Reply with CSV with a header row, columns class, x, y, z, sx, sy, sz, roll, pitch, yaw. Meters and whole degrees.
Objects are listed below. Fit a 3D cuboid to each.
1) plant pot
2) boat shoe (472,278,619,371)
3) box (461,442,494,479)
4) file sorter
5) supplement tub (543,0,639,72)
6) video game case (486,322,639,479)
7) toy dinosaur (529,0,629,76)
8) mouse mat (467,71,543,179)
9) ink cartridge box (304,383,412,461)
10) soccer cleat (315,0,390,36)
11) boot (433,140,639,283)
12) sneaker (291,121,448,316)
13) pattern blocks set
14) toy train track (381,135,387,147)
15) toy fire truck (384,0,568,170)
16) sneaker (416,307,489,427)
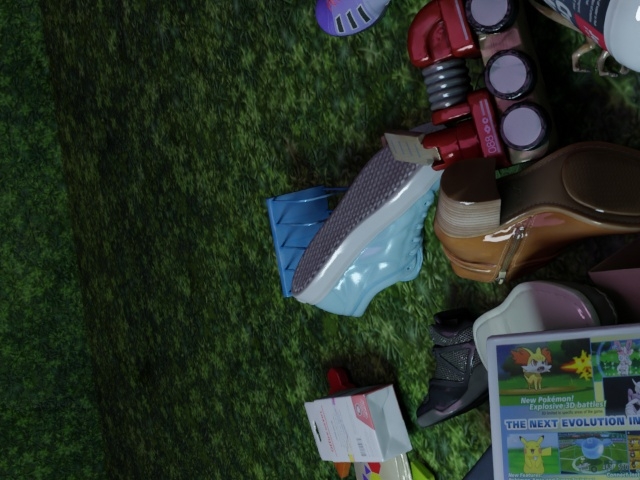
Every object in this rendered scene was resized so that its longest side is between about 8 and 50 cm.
class,x,y,z,sx,sy,sz,roll,pitch,yaw
plant pot,0.377,0.052,0.999,0.109,0.109,0.096,-10,104,58
boat shoe,0.276,0.100,1.104,0.305,0.091,0.109,128,125,-73
box,0.332,0.357,1.091,0.293,0.212,0.395,55,142,29
file sorter,0.000,0.000,1.539,0.104,0.118,0.170,1,104,53
supplement tub,0.304,-0.281,0.879,0.272,0.191,0.191,52,141,32
video game case,0.323,0.227,0.875,0.329,0.036,0.300,-9,75,31
toy dinosaur,0.315,-0.232,1.032,0.183,0.053,0.093,15,100,46
mouse mat,0.239,-0.110,1.227,0.152,0.007,0.190,44,138,38
ink cartridge box,0.059,0.313,1.574,0.198,0.067,0.115,-20,86,56
soccer cleat,0.062,-0.367,1.283,0.318,0.116,0.109,-16,90,58
boot,0.277,-0.010,1.095,0.220,0.283,0.109,70,-161,-60
sneaker,0.109,-0.021,1.383,0.366,0.150,0.135,-48,28,35
pattern blocks set,0.108,0.400,1.624,0.285,0.026,0.325,16,116,54
toy train track,0.109,-0.120,1.416,0.048,0.014,0.083,-26,75,65
toy fire truck,0.161,-0.182,1.145,0.246,0.158,0.217,-15,91,28
sneaker,0.195,0.182,1.347,0.130,0.087,0.227,60,142,24
